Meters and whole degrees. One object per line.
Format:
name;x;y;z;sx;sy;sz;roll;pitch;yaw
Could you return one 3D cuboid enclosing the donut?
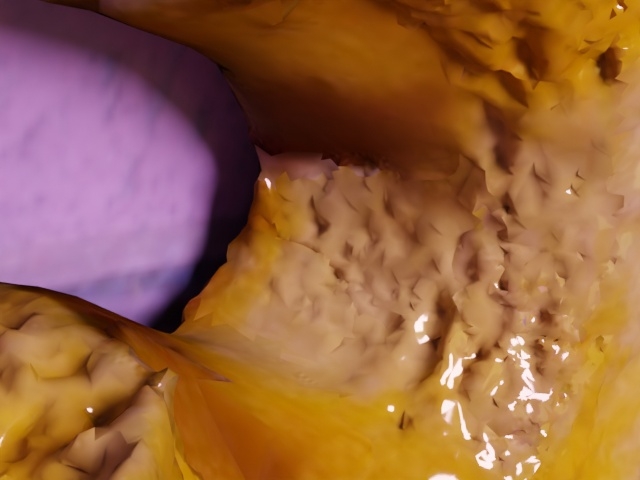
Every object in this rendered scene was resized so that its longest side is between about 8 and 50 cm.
donut;0.000;0.000;0.460;0.377;0.163;0.435;19;90;-52
